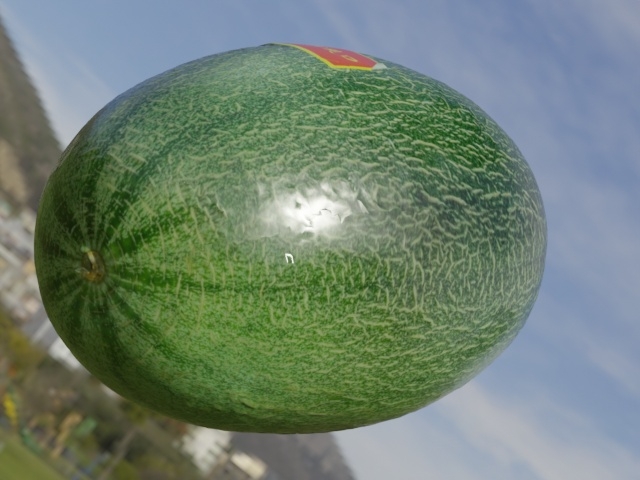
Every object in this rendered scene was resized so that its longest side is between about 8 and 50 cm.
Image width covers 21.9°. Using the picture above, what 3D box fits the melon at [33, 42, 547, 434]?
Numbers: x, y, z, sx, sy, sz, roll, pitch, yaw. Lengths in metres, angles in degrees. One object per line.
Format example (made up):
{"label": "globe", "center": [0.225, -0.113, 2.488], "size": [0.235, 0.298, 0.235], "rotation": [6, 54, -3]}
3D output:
{"label": "melon", "center": [0.000, 0.000, 0.781], "size": [0.288, 0.182, 0.182], "rotation": [2, 19, -43]}
